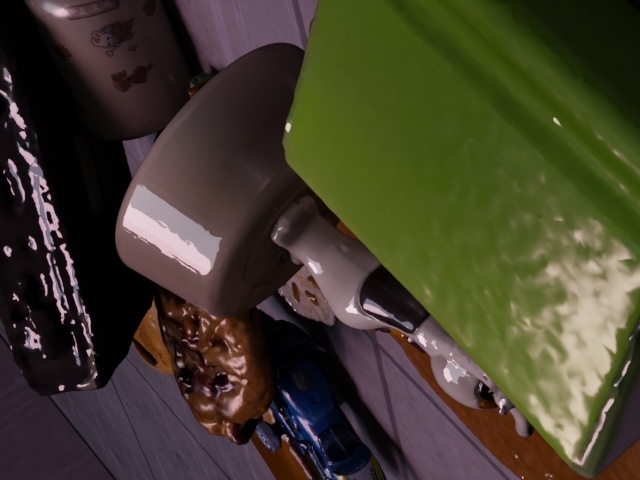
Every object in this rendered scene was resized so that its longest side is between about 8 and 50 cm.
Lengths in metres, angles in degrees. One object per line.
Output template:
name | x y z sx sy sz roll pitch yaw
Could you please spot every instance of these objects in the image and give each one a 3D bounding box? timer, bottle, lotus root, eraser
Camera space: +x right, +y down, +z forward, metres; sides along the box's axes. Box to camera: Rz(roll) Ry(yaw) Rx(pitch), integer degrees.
timer | 0.027 0.023 1.213 0.266 0.175 0.175 39 161 16
bottle | -0.191 -0.201 1.677 0.110 0.110 0.233 40 160 45
lotus root | 0.001 -0.001 1.565 0.122 0.081 0.112 55 163 5
eraser | 0.104 -0.044 1.033 0.274 0.092 0.210 47 140 31

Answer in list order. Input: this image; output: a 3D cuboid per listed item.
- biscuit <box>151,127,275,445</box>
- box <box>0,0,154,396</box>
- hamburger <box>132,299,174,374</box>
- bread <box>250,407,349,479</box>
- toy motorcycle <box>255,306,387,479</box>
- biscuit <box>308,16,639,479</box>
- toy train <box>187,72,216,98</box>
biscuit | -0.117 0.042 1.834 0.334 0.081 0.289 -125 25 -67
box | -0.241 -0.063 1.817 0.350 0.091 0.359 -76 -25 -72
hamburger | -0.175 0.048 2.182 0.214 0.108 0.214 53 162 25
bread | 0.039 0.302 2.095 0.361 0.077 0.138 58 164 -10
toy motorcycle | -0.014 0.158 1.926 0.254 0.092 0.135 59 164 -3
biscuit | 0.113 0.018 1.288 0.385 0.062 0.365 50 162 21
toy train | -0.084 -0.099 1.702 0.064 0.044 0.103 54 169 52
